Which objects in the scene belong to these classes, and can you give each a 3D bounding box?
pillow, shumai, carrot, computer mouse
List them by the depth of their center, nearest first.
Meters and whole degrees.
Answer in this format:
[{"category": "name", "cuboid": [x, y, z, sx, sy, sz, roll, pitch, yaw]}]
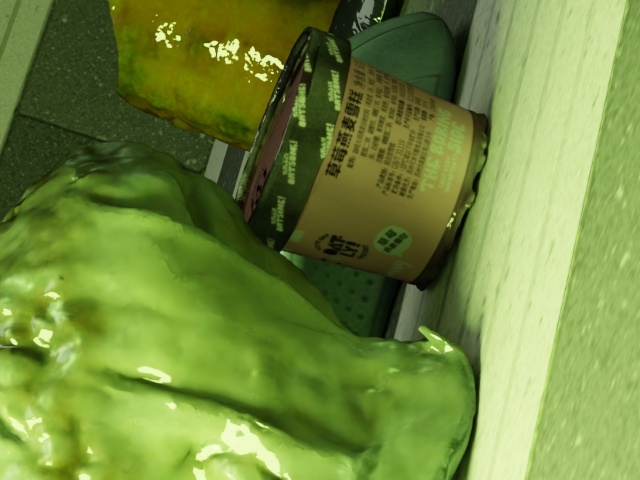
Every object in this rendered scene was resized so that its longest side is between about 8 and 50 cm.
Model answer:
[{"category": "shumai", "cuboid": [-0.047, 0.091, 1.086, 0.288, 0.292, 0.330, -13, 64, 44]}, {"category": "computer mouse", "cuboid": [0.000, 0.000, 1.433, 0.188, 0.122, 0.371, 150, 135, -80]}, {"category": "pillow", "cuboid": [0.026, -0.159, 1.856, 0.141, 0.055, 0.208, -149, 76, -74]}, {"category": "carrot", "cuboid": [-0.112, -0.233, 2.137, 0.241, 0.341, 0.241, -62, -9, -17]}]

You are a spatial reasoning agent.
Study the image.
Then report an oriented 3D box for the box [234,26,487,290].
[{"category": "box", "cuboid": [0.027, -0.046, 1.251, 0.151, 0.135, 0.151, -161, 90, -79]}]
